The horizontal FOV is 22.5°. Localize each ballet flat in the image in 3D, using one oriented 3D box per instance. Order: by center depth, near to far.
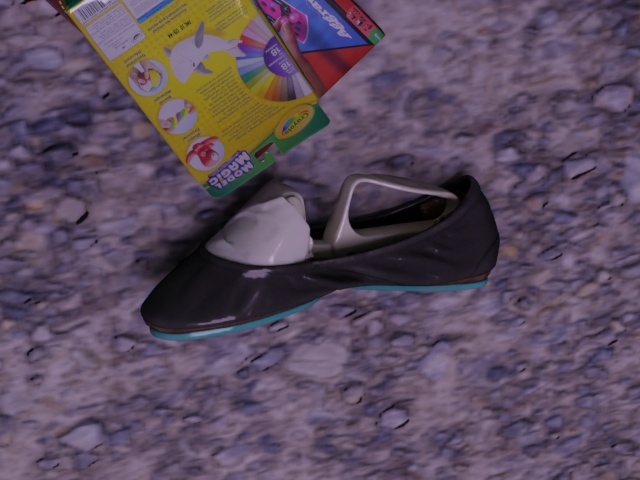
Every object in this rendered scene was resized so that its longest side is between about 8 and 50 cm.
[{"bbox_3d":[0.000,0.000,1.176,0.280,0.095,0.096,-10,111,-23],"label":"ballet flat"}]

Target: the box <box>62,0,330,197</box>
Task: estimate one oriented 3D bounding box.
[{"bbox_3d":[-0.079,-0.120,1.076,0.105,0.043,0.179,-34,120,3],"label":"box"}]

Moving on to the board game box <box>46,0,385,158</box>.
[{"bbox_3d":[-0.098,-0.180,1.078,0.145,0.027,0.281,-43,121,10],"label":"board game box"}]
